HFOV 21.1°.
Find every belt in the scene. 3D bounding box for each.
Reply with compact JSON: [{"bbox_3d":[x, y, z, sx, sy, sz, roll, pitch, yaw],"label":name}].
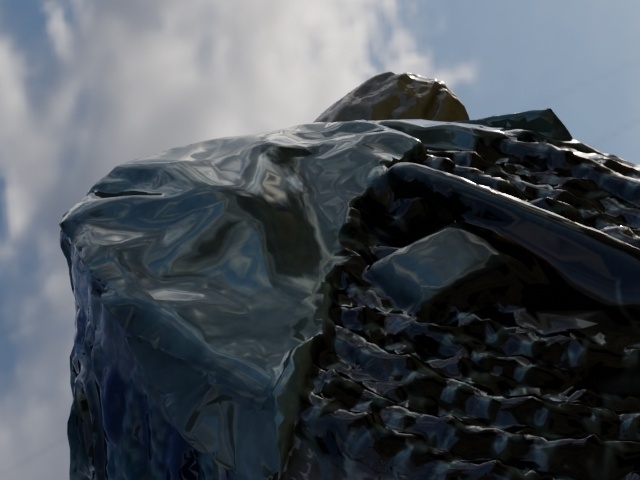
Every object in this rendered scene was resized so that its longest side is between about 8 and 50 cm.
[{"bbox_3d":[0.041,0.058,0.492,0.207,0.257,0.150,-23,-54,-43],"label":"belt"}]

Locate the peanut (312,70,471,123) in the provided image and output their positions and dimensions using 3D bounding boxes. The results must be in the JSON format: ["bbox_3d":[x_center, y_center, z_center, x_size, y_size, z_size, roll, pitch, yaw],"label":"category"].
[{"bbox_3d":[0.000,0.000,0.754,0.174,0.080,0.080,-49,-34,-2],"label":"peanut"}]
